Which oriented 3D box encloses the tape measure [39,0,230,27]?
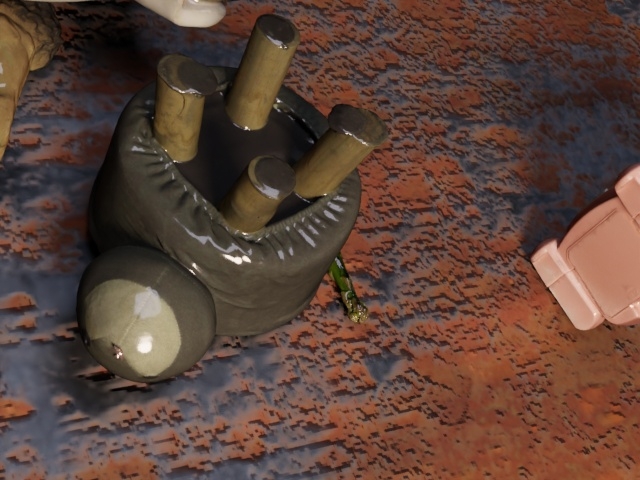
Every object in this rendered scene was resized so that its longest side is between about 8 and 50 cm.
[{"bbox_3d":[-0.182,-0.255,0.755,0.265,0.130,0.258,-2,45,-30],"label":"tape measure"}]

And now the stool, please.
[{"bbox_3d":[-0.050,-0.020,0.698,0.153,0.139,0.228,16,49,-16],"label":"stool"}]

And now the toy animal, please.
[{"bbox_3d":[-0.212,-0.088,0.697,0.086,0.069,0.220,33,49,-21],"label":"toy animal"}]

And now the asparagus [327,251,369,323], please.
[{"bbox_3d":[0.000,0.000,0.799,0.018,0.015,0.127,-19,69,-29],"label":"asparagus"}]

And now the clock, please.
[{"bbox_3d":[0.257,-0.011,0.870,0.162,0.166,0.093,-27,75,-33],"label":"clock"}]
